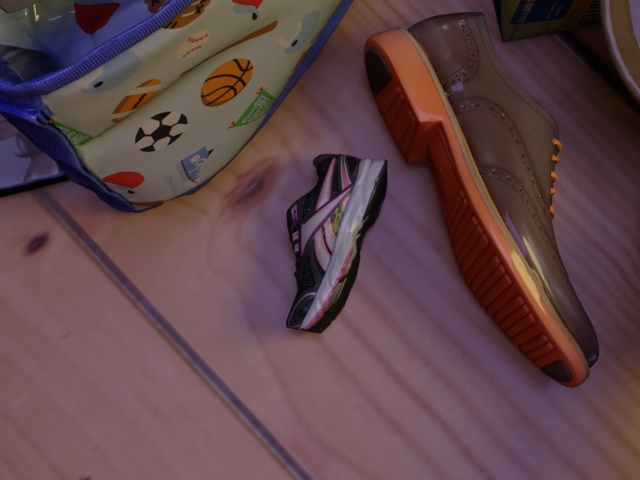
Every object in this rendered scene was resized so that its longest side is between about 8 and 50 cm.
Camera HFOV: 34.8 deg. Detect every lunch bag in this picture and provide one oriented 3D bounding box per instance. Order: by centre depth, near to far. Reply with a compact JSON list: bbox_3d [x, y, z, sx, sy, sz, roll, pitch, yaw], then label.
[{"bbox_3d":[-0.116,-0.226,0.836,0.239,0.328,0.385,28,81,10],"label":"lunch bag"}]

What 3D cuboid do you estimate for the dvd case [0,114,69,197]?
[{"bbox_3d":[-0.354,-0.156,0.974,0.180,0.022,0.253,-15,80,-3],"label":"dvd case"}]

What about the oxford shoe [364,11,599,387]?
[{"bbox_3d":[0.173,-0.048,0.913,0.133,0.130,0.363,-23,81,-11],"label":"oxford shoe"}]

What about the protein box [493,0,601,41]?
[{"bbox_3d":[0.259,-0.317,0.955,0.201,0.136,0.199,-10,79,-2],"label":"protein box"}]

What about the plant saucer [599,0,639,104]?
[{"bbox_3d":[0.369,-0.202,0.823,0.278,0.041,0.277,1,94,16],"label":"plant saucer"}]

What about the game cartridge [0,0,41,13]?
[{"bbox_3d":[-0.141,-0.293,0.663,0.294,0.060,0.196,-43,79,-6],"label":"game cartridge"}]

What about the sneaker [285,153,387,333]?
[{"bbox_3d":[0.000,0.000,0.937,0.077,0.072,0.178,18,72,14],"label":"sneaker"}]
